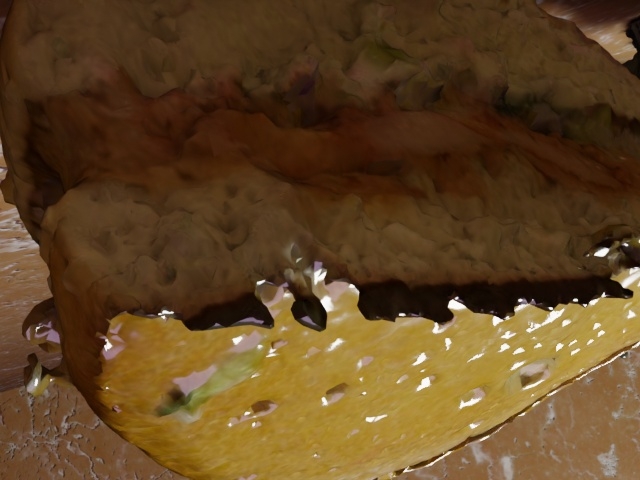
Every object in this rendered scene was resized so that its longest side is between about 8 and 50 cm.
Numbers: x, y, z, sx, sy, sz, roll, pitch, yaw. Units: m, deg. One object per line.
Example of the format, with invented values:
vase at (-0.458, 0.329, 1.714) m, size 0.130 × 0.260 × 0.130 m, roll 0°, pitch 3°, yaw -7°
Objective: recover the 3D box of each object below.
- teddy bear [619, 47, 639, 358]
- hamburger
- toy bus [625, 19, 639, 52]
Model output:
teddy bear at (0.320, -0.063, 0.879) m, size 0.225 × 0.367 × 0.357 m, roll 24°, pitch 171°, yaw 14°
hamburger at (0.000, 0.000, 0.652) m, size 0.446 × 0.268 × 0.287 m, roll -2°, pitch 145°, yaw -41°
toy bus at (0.330, -0.191, 1.115) m, size 0.052 × 0.037 × 0.131 m, roll -24°, pitch 169°, yaw 20°
